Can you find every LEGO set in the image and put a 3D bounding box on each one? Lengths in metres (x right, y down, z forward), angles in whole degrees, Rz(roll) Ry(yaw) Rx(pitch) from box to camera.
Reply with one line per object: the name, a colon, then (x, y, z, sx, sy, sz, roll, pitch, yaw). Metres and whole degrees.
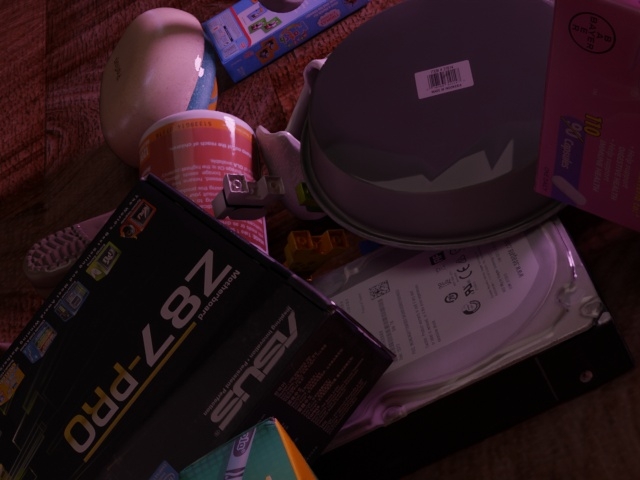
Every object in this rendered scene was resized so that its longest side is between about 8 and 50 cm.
LEGO set: (0.000, 0.000, 1.298, 0.093, 0.227, 0.087, -43, 54, 47)

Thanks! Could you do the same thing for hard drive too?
hard drive: (0.066, 0.089, 1.169, 0.339, 0.064, 0.237, -27, 30, 10)

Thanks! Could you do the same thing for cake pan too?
cake pan: (0.116, -0.120, 1.232, 0.293, 0.054, 0.293, -10, 48, 12)

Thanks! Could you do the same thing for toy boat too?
toy boat: (-0.149, -0.227, 1.706, 0.318, 0.148, 0.267, -54, 25, 22)

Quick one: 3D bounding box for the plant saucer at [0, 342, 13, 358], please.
plant saucer: (-0.375, 0.171, 1.469, 0.198, 0.036, 0.199, -22, 32, 14)

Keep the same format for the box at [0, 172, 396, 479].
box: (-0.165, 0.166, 1.126, 0.395, 0.097, 0.318, -51, 40, -3)

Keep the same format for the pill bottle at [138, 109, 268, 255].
pill bottle: (-0.113, -0.008, 1.354, 0.121, 0.121, 0.216, -19, 59, 21)

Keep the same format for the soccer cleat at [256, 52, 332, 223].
soccer cleat: (0.064, -0.160, 1.449, 0.116, 0.143, 0.331, 8, 48, 47)

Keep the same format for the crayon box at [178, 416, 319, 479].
crayon box: (0.005, 0.258, 0.877, 0.081, 0.165, 0.278, -31, 31, 1)

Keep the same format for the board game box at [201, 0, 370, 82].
board game box: (-0.046, -0.304, 1.858, 0.211, 0.039, 0.160, -32, 31, 3)

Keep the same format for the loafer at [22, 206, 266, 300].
loafer: (-0.178, 0.007, 1.482, 0.268, 0.092, 0.102, -20, 36, -14)

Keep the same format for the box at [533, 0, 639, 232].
box: (0.292, -0.098, 1.004, 0.243, 0.214, 0.117, 23, 56, 20)

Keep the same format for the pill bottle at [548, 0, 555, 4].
pill bottle: (0.278, -0.318, 1.469, 0.162, 0.162, 0.278, -22, 31, 16)
